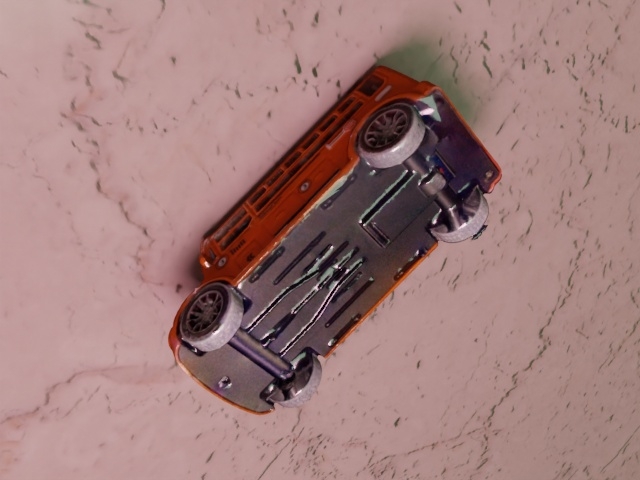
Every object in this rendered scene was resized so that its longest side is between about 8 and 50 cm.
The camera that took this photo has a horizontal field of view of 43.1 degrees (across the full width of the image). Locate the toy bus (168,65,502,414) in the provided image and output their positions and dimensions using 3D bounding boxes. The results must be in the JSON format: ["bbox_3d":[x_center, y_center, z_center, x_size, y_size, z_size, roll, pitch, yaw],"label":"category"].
[{"bbox_3d":[0.000,0.000,0.755,0.329,0.153,0.143,-46,127,2],"label":"toy bus"}]
